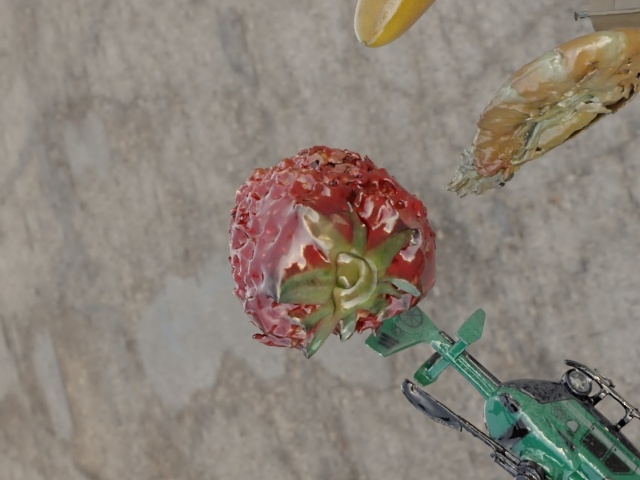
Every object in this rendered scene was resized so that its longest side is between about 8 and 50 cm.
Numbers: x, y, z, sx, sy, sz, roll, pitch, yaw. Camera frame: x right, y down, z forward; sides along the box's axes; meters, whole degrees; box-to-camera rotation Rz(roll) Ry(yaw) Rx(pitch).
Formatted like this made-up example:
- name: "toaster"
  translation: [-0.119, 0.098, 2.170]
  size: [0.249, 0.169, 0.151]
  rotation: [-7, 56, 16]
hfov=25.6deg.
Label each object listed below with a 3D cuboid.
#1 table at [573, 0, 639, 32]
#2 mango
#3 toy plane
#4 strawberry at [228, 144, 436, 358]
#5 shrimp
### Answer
- name: "table"
  translation: [0.331, -0.261, 1.555]
  size: [0.070, 0.082, 0.083]
  rotation: [52, -135, -50]
- name: "mango"
  translation: [0.126, -0.378, 1.952]
  size: [0.253, 0.113, 0.138]
  rotation: [-59, 22, -6]
- name: "toy plane"
  translation: [0.214, 0.185, 1.452]
  size: [0.381, 0.155, 0.106]
  rotation: [43, 133, 3]
- name: "strawberry"
  translation: [0.000, 0.000, 1.270]
  size: [0.187, 0.184, 0.201]
  rotation: [-46, 44, 13]
- name: "shrimp"
  translation: [0.117, -0.072, 0.781]
  size: [0.184, 0.091, 0.043]
  rotation: [-49, 57, 60]
